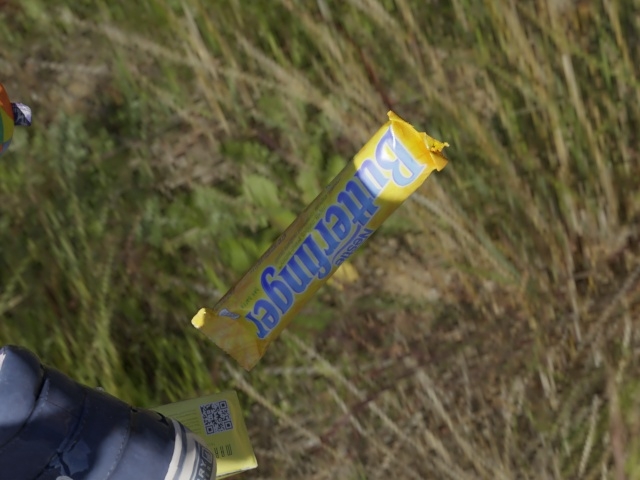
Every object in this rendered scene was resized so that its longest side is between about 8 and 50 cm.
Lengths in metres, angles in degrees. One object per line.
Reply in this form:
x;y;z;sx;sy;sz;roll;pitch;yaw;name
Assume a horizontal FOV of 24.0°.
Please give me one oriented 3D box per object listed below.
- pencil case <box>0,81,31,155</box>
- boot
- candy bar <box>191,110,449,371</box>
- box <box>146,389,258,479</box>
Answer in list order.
-0.284;-0.038;0.975;0.104;0.104;0.236;1;31;21;pencil case
-0.125;0.090;0.541;0.190;0.086;0.069;-31;33;40;boot
0.000;0.000;0.734;0.161;0.040;0.018;-46;10;24;candy bar
-0.135;0.162;1.091;0.087;0.232;0.058;-10;79;-28;box
